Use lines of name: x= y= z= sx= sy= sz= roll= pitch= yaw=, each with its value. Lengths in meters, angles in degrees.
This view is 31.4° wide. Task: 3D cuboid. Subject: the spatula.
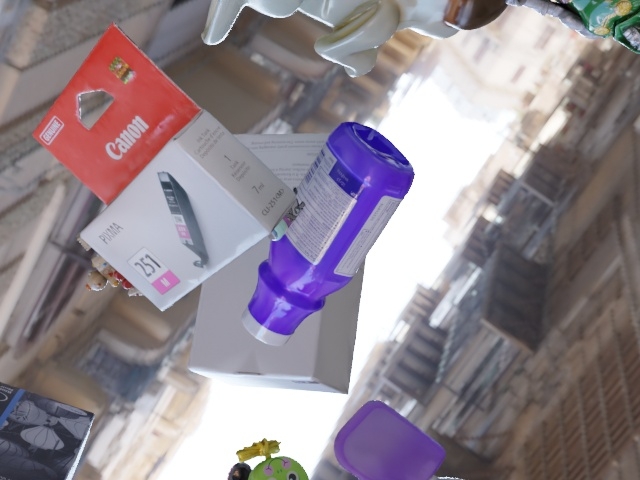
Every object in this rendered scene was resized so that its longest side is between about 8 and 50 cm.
spatula: x=0.140 y=0.227 z=0.999 sx=0.296 sy=0.030 sz=0.084 roll=22 pitch=-133 yaw=35

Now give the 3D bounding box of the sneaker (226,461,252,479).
sneaker: x=-0.125 y=0.406 z=1.773 sx=0.047 sy=0.119 sz=0.057 roll=6 pitch=-174 yaw=-10

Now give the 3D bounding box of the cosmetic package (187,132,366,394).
cosmetic package: x=-0.052 y=0.035 z=1.758 sx=0.217 sy=0.385 sz=0.156 roll=3 pitch=167 yaw=25

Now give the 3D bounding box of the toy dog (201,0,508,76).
toy dog: x=0.078 y=-0.422 z=1.600 sx=0.408 sy=0.395 sz=0.284 roll=13 pitch=-136 yaw=-15

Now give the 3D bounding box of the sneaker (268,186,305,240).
sneaker: x=-0.053 y=-0.035 z=1.213 sx=0.098 sy=0.069 sz=0.038 roll=18 pitch=145 yaw=48

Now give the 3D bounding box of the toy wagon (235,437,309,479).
toy wagon: x=-0.023 y=0.419 z=1.460 sx=0.267 sy=0.068 sz=0.344 roll=-11 pitch=-103 yaw=-37

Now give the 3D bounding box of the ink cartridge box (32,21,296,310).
ink cartridge box: x=-0.182 y=-0.061 z=1.153 sx=0.239 sy=0.275 sz=0.060 roll=43 pitch=-124 yaw=-10

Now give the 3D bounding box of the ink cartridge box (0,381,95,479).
ink cartridge box: x=-0.321 y=0.216 z=1.072 sx=0.165 sy=0.065 sz=0.333 roll=21 pitch=-170 yaw=-7

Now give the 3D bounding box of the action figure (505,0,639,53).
action figure: x=0.183 y=-0.228 z=0.918 sx=0.232 sy=0.137 sz=0.063 roll=36 pitch=-125 yaw=-1

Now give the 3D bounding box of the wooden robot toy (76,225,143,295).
wooden robot toy: x=-0.380 y=0.060 z=1.986 sx=0.173 sy=0.079 sz=0.076 roll=54 pitch=180 yaw=-39

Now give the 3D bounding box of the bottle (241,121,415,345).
bottle: x=0.000 y=0.000 z=1.356 sx=0.092 sy=0.283 sz=0.118 roll=13 pitch=-152 yaw=-40
